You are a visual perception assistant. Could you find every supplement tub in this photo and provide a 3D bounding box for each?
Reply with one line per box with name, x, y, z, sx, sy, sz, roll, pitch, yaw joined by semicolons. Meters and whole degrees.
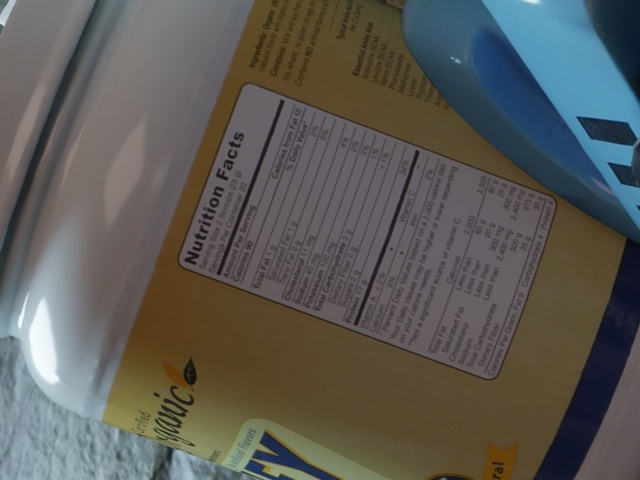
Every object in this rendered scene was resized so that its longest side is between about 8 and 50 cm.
supplement tub;0.000;0.000;0.775;0.316;0.228;0.228;21;94;-4

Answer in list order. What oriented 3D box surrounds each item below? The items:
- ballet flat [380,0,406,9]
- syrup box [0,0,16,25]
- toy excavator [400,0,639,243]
ballet flat;0.067;-0.083;0.941;0.067;0.073;0.206;-10;76;8
syrup box;-0.082;-0.123;1.032;0.237;0.096;0.093;31;98;38
toy excavator;0.076;-0.138;0.596;0.445;0.433;0.222;24;75;43
